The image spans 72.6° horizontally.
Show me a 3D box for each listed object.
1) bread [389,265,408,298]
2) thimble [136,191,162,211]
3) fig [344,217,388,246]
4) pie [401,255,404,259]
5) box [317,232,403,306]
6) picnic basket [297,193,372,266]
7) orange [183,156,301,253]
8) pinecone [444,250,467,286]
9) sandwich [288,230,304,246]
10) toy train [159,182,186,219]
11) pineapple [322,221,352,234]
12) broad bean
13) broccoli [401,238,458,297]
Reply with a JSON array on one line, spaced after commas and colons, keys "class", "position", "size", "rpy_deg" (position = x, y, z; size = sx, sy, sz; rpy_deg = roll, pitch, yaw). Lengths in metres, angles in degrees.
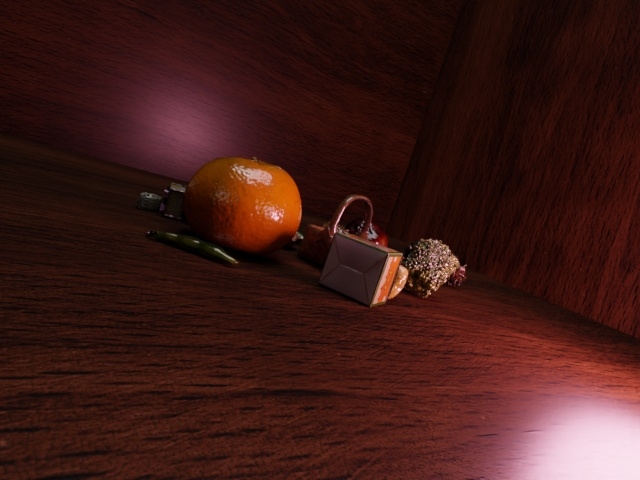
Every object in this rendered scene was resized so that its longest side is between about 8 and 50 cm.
[{"class": "bread", "position": [0.213, 0.130, 1.520], "size": [0.173, 0.134, 0.085], "rpy_deg": [27, -20, 32]}, {"class": "thimble", "position": [-0.684, -0.154, 1.738], "size": [0.085, 0.062, 0.110], "rpy_deg": [18, 7, 10]}, {"class": "fig", "position": [0.224, 0.000, 2.186], "size": [0.224, 0.223, 0.263], "rpy_deg": [21, 7, 26]}, {"class": "pie", "position": [0.364, 0.104, 2.231], "size": [0.154, 0.038, 0.153], "rpy_deg": [1, 26, 0]}, {"class": "box", "position": [0.129, 0.089, 1.385], "size": [0.195, 0.177, 0.148], "rpy_deg": [21, 7, 28]}, {"class": "picnic basket", "position": [0.108, -0.033, 1.723], "size": [0.338, 0.336, 0.293], "rpy_deg": [22, 8, 32]}, {"class": "orange", "position": [-0.265, -0.133, 1.533], "size": [0.425, 0.325, 0.424], "rpy_deg": [18, 5, -2]}, {"class": "pinecone", "position": [0.650, 0.147, 2.246], "size": [0.205, 0.179, 0.184], "rpy_deg": [39, 38, 24]}, {"class": "sandwich", "position": [-0.178, -0.022, 1.859], "size": [0.235, 0.079, 0.159], "rpy_deg": [20, 23, -29]}, {"class": "toy train", "position": [-0.555, -0.158, 1.789], "size": [0.178, 0.133, 0.261], "rpy_deg": [15, 8, -20]}, {"class": "pineapple", "position": [0.134, 0.032, 1.949], "size": [0.310, 0.141, 0.170], "rpy_deg": [30, -29, 9]}, {"class": "broad bean", "position": [-0.375, 0.014, 1.294], "size": [0.298, 0.043, 0.060], "rpy_deg": [18, 18, 8]}, {"class": "broccoli", "position": [0.439, 0.135, 1.725], "size": [0.243, 0.272, 0.180], "rpy_deg": [-30, 38, -17]}]
